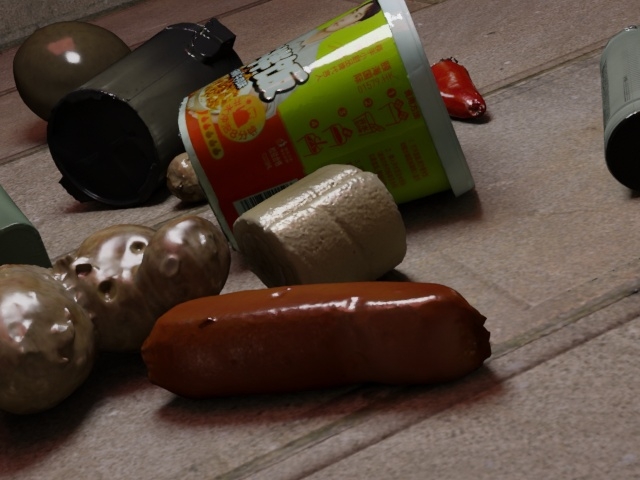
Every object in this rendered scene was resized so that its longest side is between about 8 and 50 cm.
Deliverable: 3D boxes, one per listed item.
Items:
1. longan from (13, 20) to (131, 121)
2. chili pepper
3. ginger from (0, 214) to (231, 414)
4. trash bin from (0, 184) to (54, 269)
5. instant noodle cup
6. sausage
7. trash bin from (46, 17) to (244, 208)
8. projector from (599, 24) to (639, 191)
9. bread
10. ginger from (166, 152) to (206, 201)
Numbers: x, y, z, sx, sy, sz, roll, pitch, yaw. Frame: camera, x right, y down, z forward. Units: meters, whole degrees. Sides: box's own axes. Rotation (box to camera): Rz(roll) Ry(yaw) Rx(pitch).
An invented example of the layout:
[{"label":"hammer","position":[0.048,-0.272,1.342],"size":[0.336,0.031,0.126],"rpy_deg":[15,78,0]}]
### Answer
[{"label":"longan","position":[-0.476,-0.327,2.179],"size":[0.248,0.248,0.248],"rpy_deg":[-14,23,6]},{"label":"chili pepper","position":[0.210,-0.218,1.671],"size":[0.088,0.065,0.169],"rpy_deg":[-33,29,1]},{"label":"ginger","position":[-0.243,0.064,1.187],"size":[0.304,0.155,0.244],"rpy_deg":[-28,9,-12]},{"label":"trash bin","position":[-0.501,0.018,1.478],"size":[0.223,0.158,0.343],"rpy_deg":[-25,25,-20]},{"label":"instant noodle cup","position":[0.000,-0.140,1.397],"size":[0.308,0.294,0.294],"rpy_deg":[-22,22,6]},{"label":"sausage","position":[-0.009,0.091,1.051],"size":[0.348,0.097,0.094],"rpy_deg":[-7,32,19]},{"label":"trash bin","position":[-0.268,-0.205,1.768],"size":[0.252,0.203,0.301],"rpy_deg":[-50,0,39]},{"label":"projector","position":[0.399,-0.171,1.365],"size":[0.108,0.108,0.337],"rpy_deg":[-9,24,17]},{"label":"bread","position":[0.000,0.000,1.210],"size":[0.141,0.134,0.148],"rpy_deg":[-30,14,-20]},{"label":"ginger","position":[-0.154,-0.123,1.670],"size":[0.104,0.080,0.204],"rpy_deg":[-41,3,39]}]
